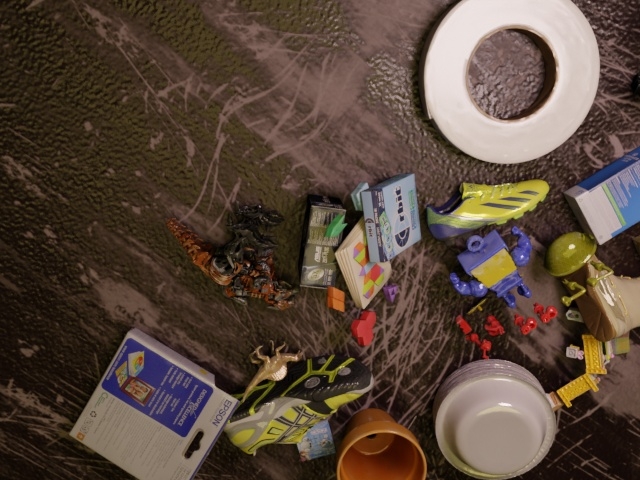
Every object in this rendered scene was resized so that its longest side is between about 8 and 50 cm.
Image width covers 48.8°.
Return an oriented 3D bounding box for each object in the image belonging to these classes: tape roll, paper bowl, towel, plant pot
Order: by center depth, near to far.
[{"bbox_3d":[0.408,-0.362,1.543,0.392,0.072,0.392,-1,104,-3],"label":"tape roll"},{"bbox_3d":[0.133,0.499,1.677,0.205,0.188,0.205,-1,103,-3],"label":"plant pot"},{"bbox_3d":[0.415,0.441,1.685,0.284,0.148,0.284,1,105,4],"label":"paper bowl"},{"bbox_3d":[0.726,0.255,1.748,0.083,0.009,0.060,-9,105,-1],"label":"towel"}]

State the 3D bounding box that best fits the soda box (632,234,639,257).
[{"bbox_3d":[0.814,0.066,1.682,0.061,0.058,0.181,-27,103,3],"label":"soda box"}]

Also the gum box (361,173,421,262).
[{"bbox_3d":[0.159,-0.053,1.552,0.041,0.184,0.157,2,107,33],"label":"gum box"}]

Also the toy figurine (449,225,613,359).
[{"bbox_3d":[0.416,0.060,1.551,0.362,0.191,0.217,-37,113,15],"label":"toy figurine"}]

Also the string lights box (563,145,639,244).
[{"bbox_3d":[0.712,-0.118,1.620,0.259,0.077,0.133,-31,104,4],"label":"string lights box"}]

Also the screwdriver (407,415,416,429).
[{"bbox_3d":[0.197,0.512,1.774,0.025,0.024,0.170,33,93,-41],"label":"screwdriver"}]

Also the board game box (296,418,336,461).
[{"bbox_3d":[-0.015,0.496,1.752,0.090,0.020,0.090,-15,103,0],"label":"board game box"}]

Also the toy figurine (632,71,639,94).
[{"bbox_3d":[0.775,-0.383,1.491,0.148,0.209,0.213,10,103,5],"label":"toy figurine"}]

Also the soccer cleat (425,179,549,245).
[{"bbox_3d":[0.377,-0.088,1.599,0.289,0.093,0.121,-23,98,1],"label":"soccer cleat"}]

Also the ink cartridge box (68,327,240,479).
[{"bbox_3d":[-0.386,0.409,1.658,0.307,0.072,0.304,32,98,-1],"label":"ink cartridge box"}]

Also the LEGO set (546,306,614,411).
[{"bbox_3d":[0.642,0.304,1.721,0.132,0.107,0.287,22,111,34],"label":"LEGO set"}]

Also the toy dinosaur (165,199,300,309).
[{"bbox_3d":[-0.186,0.042,1.571,0.322,0.164,0.218,18,120,-29],"label":"toy dinosaur"}]

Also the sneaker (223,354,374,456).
[{"bbox_3d":[-0.048,0.391,1.676,0.384,0.145,0.147,-20,112,12],"label":"sneaker"}]

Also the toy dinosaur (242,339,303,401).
[{"bbox_3d":[-0.125,0.294,1.656,0.183,0.053,0.093,-33,81,-18],"label":"toy dinosaur"}]

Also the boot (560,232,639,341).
[{"bbox_3d":[0.683,0.093,1.656,0.203,0.095,0.262,-10,68,-27],"label":"boot"}]

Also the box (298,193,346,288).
[{"bbox_3d":[0.000,0.000,1.566,0.077,0.147,0.180,7,104,-6],"label":"box"}]

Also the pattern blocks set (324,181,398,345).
[{"bbox_3d":[0.101,0.049,1.549,0.285,0.026,0.325,-59,139,-27],"label":"pattern blocks set"}]
